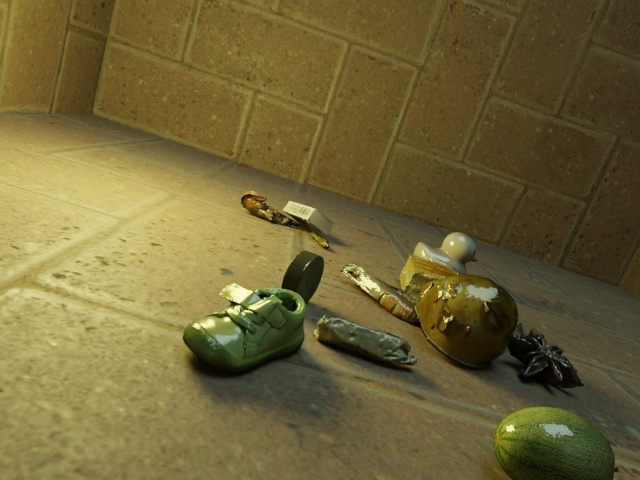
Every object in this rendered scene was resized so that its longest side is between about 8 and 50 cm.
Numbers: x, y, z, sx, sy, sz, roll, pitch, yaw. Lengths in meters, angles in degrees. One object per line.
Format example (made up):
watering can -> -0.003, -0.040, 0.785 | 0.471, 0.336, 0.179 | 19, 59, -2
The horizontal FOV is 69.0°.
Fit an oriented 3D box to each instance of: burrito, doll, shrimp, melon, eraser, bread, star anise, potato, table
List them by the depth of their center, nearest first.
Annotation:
melon -> 0.367, 0.332, 0.723 | 0.193, 0.139, 0.139 | 14, 13, -1
burrito -> 0.099, 0.216, 0.994 | 0.230, 0.063, 0.058 | 17, -15, 1
table -> -0.042, 0.092, 1.138 | 0.043, 0.133, 0.133 | 23, 14, 22
potato -> 0.388, 0.173, 1.212 | 0.247, 0.196, 0.299 | 28, 17, -7
star anise -> 0.573, 0.305, 1.223 | 0.209, 0.089, 0.231 | 33, 21, 7
shrimp -> 0.198, 0.153, 1.391 | 0.317, 0.062, 0.164 | 33, 14, 32
bread -> 0.398, 0.150, 1.557 | 0.246, 0.110, 0.239 | 20, 14, 3
shrimp -> -0.198, -0.112, 1.857 | 0.262, 0.066, 0.117 | 21, -26, -6
doll -> 0.506, 0.057, 1.870 | 0.251, 0.220, 0.221 | 19, 13, 1
eraser -> -0.052, -0.093, 1.897 | 0.125, 0.067, 0.210 | 36, -7, -34

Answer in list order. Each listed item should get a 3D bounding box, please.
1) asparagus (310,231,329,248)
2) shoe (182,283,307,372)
asparagus -> 0.000, 0.000, 1.791 | 0.036, 0.030, 0.165 | 44, -1, -29
shoe -> -0.130, 0.151, 0.855 | 0.140, 0.128, 0.262 | 12, 3, 40
